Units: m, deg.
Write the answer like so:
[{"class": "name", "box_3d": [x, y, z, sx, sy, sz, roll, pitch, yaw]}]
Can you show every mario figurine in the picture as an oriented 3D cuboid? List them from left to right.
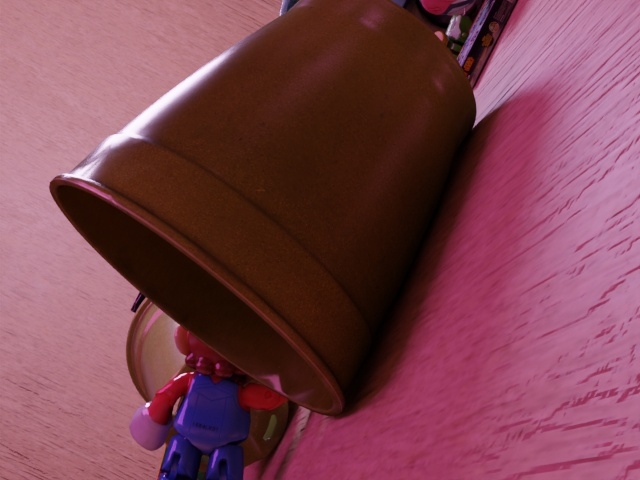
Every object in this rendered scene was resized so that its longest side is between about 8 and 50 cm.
[{"class": "mario figurine", "box_3d": [-0.118, 0.206, 1.221, 0.170, 0.198, 0.321, -12, 64, 61]}]

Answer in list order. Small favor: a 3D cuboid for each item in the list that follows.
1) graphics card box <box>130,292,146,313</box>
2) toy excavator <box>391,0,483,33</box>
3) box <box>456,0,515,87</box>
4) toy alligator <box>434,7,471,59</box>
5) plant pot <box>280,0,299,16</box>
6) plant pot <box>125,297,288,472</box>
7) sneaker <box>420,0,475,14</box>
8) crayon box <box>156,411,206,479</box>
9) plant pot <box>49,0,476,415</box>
[{"class": "graphics card box", "box_3d": [-0.188, 0.144, 1.821, 0.094, 0.232, 0.371, -62, -7, -1]}, {"class": "toy excavator", "box_3d": [0.057, -0.484, 1.636, 0.433, 0.445, 0.222, -63, 4, 1]}, {"class": "box", "box_3d": [0.205, -0.256, 1.240, 0.137, 0.027, 0.094, -63, 3, -1]}, {"class": "toy alligator", "box_3d": [0.198, -0.288, 1.414, 0.051, 0.056, 0.190, 41, 109, 45]}, {"class": "plant pot", "box_3d": [0.076, -0.443, 2.276, 0.334, 0.341, 0.341, 97, -161, -76]}, {"class": "plant pot", "box_3d": [-0.151, 0.205, 1.423, 0.276, 0.276, 0.254, -63, 15, 8]}, {"class": "sneaker", "box_3d": [0.218, -0.377, 1.311, 0.299, 0.120, 0.112, -49, -23, -42]}, {"class": "crayon box", "box_3d": [-0.242, 0.427, 1.720, 0.278, 0.081, 0.165, 106, 176, -64]}, {"class": "plant pot", "box_3d": [-0.024, -0.068, 1.013, 0.353, 0.366, 0.366, -52, 0, -16]}]
